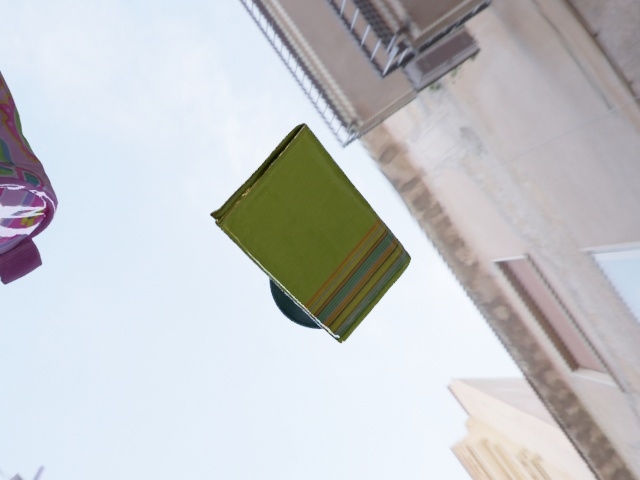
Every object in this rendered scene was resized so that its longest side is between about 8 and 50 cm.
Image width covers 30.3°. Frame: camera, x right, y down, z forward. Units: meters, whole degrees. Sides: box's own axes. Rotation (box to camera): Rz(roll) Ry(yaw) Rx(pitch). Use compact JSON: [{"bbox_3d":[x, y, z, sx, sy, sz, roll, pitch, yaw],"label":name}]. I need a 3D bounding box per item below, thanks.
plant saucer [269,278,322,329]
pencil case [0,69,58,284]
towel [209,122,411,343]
[{"bbox_3d":[0.006,0.021,1.064,0.119,0.021,0.119,-9,-66,-22],"label":"plant saucer"},{"bbox_3d":[-0.264,-0.105,0.753,0.124,0.124,0.284,-27,-111,-3],"label":"pencil case"},{"bbox_3d":[0.000,0.000,0.953,0.021,0.237,0.102,36,-97,35],"label":"towel"}]
